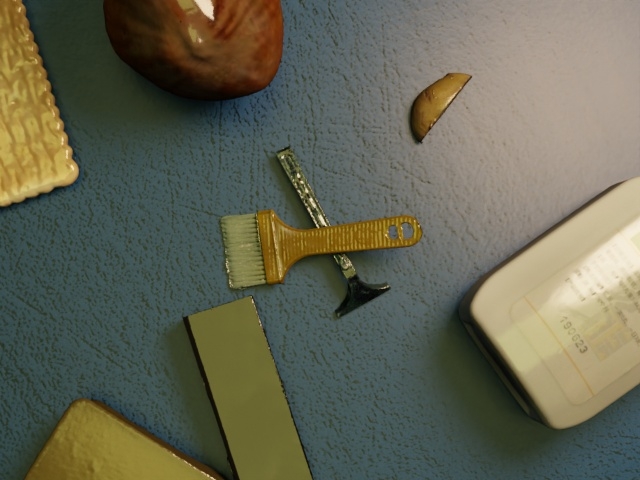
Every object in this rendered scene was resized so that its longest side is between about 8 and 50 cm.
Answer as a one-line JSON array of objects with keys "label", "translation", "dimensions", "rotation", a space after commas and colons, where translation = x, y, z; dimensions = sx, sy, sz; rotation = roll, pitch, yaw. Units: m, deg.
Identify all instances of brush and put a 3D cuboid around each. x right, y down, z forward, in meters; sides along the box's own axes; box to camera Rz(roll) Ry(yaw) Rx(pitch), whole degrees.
[{"label": "brush", "translation": [0.000, 0.000, 1.191], "dimensions": [0.218, 0.010, 0.082], "rotation": [-8, 87, 14]}, {"label": "brush", "translation": [-0.197, 0.259, 1.169], "dimensions": [0.197, 0.059, 0.123], "rotation": [31, 88, 1]}]

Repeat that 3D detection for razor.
[{"label": "razor", "translation": [0.005, -0.016, 1.209], "dimensions": [0.066, 0.033, 0.190], "rotation": [-28, 86, -4]}]

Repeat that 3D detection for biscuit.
[{"label": "biscuit", "translation": [-0.367, -0.155, 1.209], "dimensions": [0.160, 0.030, 0.249], "rotation": [-20, 87, -3]}]

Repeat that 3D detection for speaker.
[{"label": "speaker", "translation": [-0.076, 0.172, 1.187], "dimensions": [0.082, 0.044, 0.218], "rotation": [-19, 86, -3]}]

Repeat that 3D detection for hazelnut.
[{"label": "hazelnut", "translation": [-0.138, -0.233, 1.142], "dimensions": [0.186, 0.210, 0.210], "rotation": [-2, 84, 37]}]

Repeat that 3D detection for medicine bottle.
[{"label": "medicine bottle", "translation": [0.318, 0.042, 1.172], "dimensions": [0.324, 0.124, 0.179], "rotation": [-35, 88, -2]}]

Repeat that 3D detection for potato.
[{"label": "potato", "translation": [0.125, -0.155, 1.222], "dimensions": [0.036, 0.037, 0.093], "rotation": [38, 86, 6]}]
